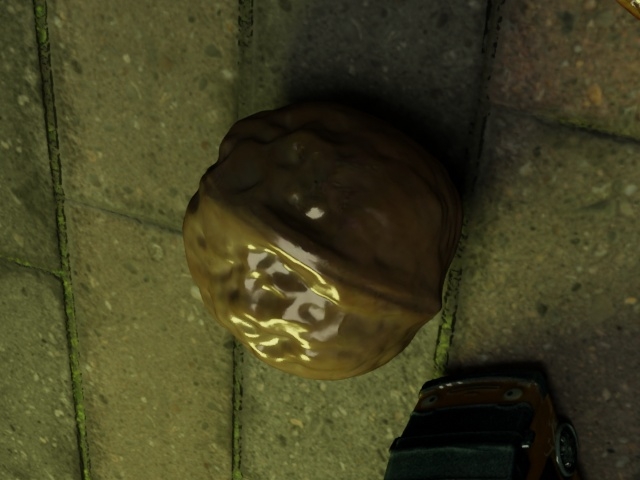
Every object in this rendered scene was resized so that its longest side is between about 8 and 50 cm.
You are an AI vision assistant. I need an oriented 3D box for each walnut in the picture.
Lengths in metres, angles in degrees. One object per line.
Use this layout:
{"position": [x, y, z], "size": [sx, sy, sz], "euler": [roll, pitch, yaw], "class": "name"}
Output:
{"position": [0.002, -0.002, 1.000], "size": [0.273, 0.273, 0.227], "euler": [16, 157, 17], "class": "walnut"}

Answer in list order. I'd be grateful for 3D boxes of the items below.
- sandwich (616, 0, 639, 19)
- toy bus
{"position": [0.358, -0.257, 0.726], "size": [0.262, 0.131, 0.325], "euler": [41, 132, -1], "class": "sandwich"}
{"position": [0.204, 0.319, 1.130], "size": [0.161, 0.194, 0.324], "euler": [-10, 116, 32], "class": "toy bus"}
